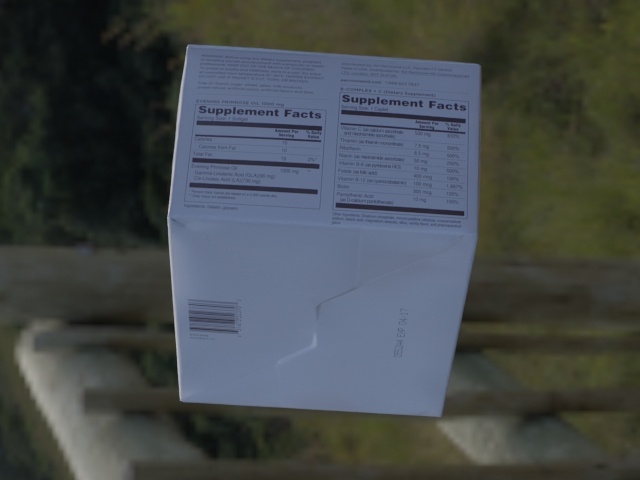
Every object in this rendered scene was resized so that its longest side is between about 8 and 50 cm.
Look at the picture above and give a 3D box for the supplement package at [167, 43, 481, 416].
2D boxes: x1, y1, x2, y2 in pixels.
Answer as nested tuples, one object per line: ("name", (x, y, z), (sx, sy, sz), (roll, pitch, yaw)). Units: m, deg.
("supplement package", (0.000, 0.000, 1.296), (0.262, 0.204, 0.145), (94, 180, -57))
